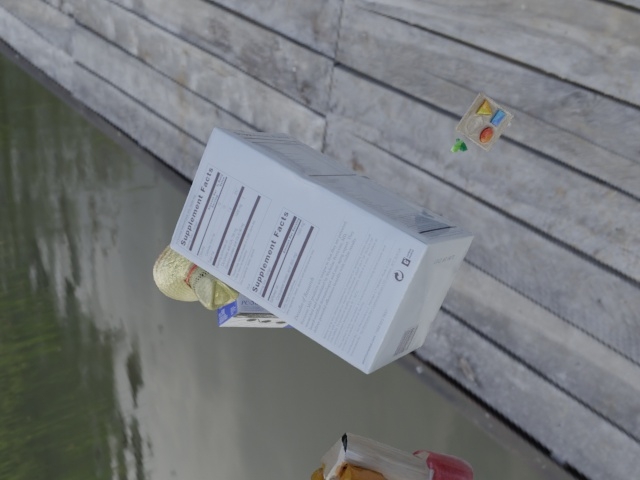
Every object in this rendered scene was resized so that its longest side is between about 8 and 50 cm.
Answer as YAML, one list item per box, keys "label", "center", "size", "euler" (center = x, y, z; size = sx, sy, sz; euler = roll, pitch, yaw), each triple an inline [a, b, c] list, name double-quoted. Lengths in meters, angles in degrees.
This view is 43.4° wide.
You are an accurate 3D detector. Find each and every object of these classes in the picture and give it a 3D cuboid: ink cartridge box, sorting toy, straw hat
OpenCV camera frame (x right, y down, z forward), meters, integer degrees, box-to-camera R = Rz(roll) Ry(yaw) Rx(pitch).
- label: "ink cartridge box"
  center: [-0.057, 0.113, 1.331]
  size: [0.097, 0.207, 0.046]
  euler: [144, 125, -58]
- label: "sorting toy"
  center: [0.204, -0.140, 1.032]
  size: [0.083, 0.062, 0.012]
  euler: [-56, 23, 11]
- label: "straw hat"
  center: [-0.128, 0.049, 0.979]
  size: [0.061, 0.144, 0.144]
  euler: [62, 144, 34]

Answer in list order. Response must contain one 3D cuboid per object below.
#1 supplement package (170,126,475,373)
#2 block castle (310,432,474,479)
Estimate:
- label: "supplement package"
  center: [0.000, 0.000, 0.790]
  size: [0.244, 0.139, 0.134]
  euler: [30, 107, 24]
- label: "block castle"
  center: [0.074, 0.428, 0.722]
  size: [0.303, 0.212, 0.453]
  euler: [-58, 22, 19]
